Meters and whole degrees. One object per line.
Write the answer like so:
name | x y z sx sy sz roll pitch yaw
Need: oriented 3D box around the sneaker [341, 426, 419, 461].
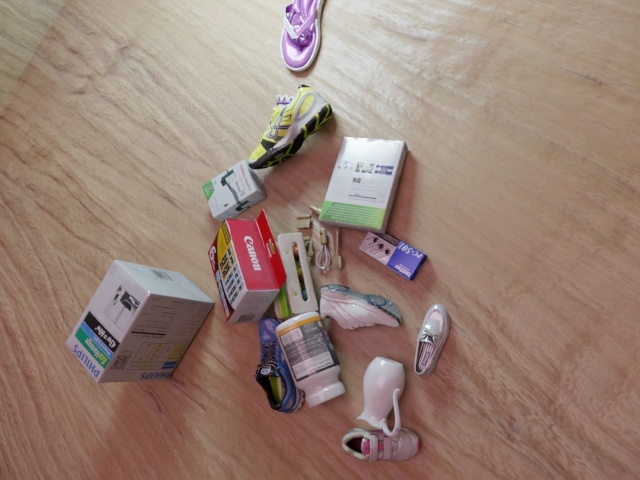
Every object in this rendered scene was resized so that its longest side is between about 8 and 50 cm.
sneaker | 0.174 0.628 1.555 0.252 0.111 0.103 -11 76 22

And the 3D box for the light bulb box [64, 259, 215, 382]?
light bulb box | -0.645 0.301 1.861 0.225 0.358 0.361 34 94 28

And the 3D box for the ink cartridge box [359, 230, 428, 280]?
ink cartridge box | 0.237 0.038 1.677 0.207 0.046 0.097 33 95 27

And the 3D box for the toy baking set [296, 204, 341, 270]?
toy baking set | 0.002 -0.007 1.805 0.256 0.030 0.197 27 99 33

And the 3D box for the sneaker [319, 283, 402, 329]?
sneaker | 0.128 0.235 1.674 0.297 0.111 0.129 14 101 31

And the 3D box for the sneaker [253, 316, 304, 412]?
sneaker | -0.150 0.415 1.727 0.129 0.147 0.330 -24 69 19

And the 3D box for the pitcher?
pitcher | 0.200 0.472 1.550 0.177 0.125 0.207 8 81 57

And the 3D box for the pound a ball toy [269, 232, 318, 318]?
pound a ball toy | -0.117 0.109 1.796 0.208 0.135 0.319 -29 70 54

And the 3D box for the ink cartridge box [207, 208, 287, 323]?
ink cartridge box | -0.258 0.083 1.758 0.272 0.130 0.309 -55 46 40

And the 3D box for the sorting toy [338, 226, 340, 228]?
sorting toy | 0.090 -0.084 1.787 0.083 0.012 0.062 -25 70 19

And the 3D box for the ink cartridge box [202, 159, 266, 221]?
ink cartridge box | -0.330 -0.189 1.961 0.208 0.087 0.153 -30 70 16

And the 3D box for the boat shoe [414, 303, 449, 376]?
boat shoe | 0.340 0.306 1.561 0.083 0.076 0.226 9 84 26

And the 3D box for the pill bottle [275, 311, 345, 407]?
pill bottle | -0.030 0.387 1.667 0.162 0.162 0.278 -28 75 18

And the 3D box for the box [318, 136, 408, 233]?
box | 0.145 -0.193 1.734 0.232 0.058 0.322 11 75 28

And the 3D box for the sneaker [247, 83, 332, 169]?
sneaker | -0.130 -0.400 1.849 0.384 0.145 0.147 -37 83 23

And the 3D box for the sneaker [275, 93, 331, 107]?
sneaker | -0.070 -0.480 1.901 0.236 0.095 0.105 11 92 31

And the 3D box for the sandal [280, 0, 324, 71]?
sandal | -0.081 -0.860 1.966 0.169 0.102 0.416 6 83 26
